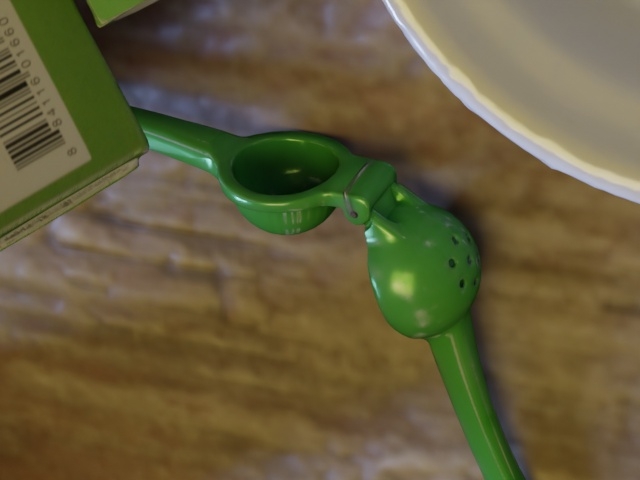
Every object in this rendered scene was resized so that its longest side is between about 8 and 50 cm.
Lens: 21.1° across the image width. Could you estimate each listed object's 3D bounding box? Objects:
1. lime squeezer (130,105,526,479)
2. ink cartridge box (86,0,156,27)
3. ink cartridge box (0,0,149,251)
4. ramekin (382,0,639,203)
[{"bbox_3d":[0.000,0.000,0.729,0.310,0.059,0.110,38,150,-3],"label":"lime squeezer"},{"bbox_3d":[-0.063,-0.203,0.588,0.093,0.154,0.212,-22,104,26],"label":"ink cartridge box"},{"bbox_3d":[-0.191,-0.088,0.645,0.255,0.097,0.189,1,121,60],"label":"ink cartridge box"},{"bbox_3d":[0.149,-0.156,0.549,0.277,0.135,0.277,7,115,16],"label":"ramekin"}]
